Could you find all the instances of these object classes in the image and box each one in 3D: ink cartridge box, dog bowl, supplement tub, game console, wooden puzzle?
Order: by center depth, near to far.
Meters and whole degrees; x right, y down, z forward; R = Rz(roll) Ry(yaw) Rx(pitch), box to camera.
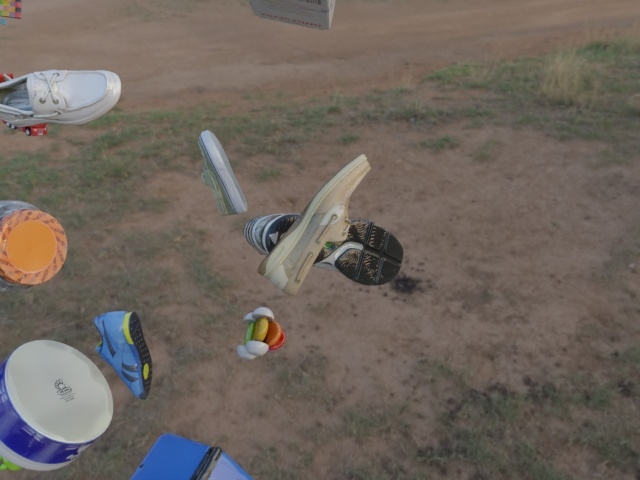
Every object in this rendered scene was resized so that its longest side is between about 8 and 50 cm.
[{"bbox_3d":[-0.584,-0.441,1.063,0.049,0.083,0.006,0,-5,-22],"label":"wooden puzzle"},{"bbox_3d":[-0.704,0.009,1.222,0.316,0.193,0.193,3,28,32],"label":"supplement tub"},{"bbox_3d":[-0.590,0.351,1.240,0.104,0.265,0.265,-40,26,14],"label":"dog bowl"},{"bbox_3d":[-0.341,0.659,1.400,0.173,0.250,0.293,-22,25,41],"label":"game console"},{"bbox_3d":[-0.073,-0.668,1.462,0.226,0.131,0.306,12,3,0],"label":"ink cartridge box"}]

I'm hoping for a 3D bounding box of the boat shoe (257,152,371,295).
[{"bbox_3d":[0.008,-0.035,1.239,0.110,0.341,0.121,39,1,-2],"label":"boat shoe"}]

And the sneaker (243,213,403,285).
[{"bbox_3d":[0.000,-0.001,1.559,0.448,0.169,0.257,14,2,-33],"label":"sneaker"}]

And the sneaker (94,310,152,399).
[{"bbox_3d":[-0.383,0.225,1.113,0.082,0.209,0.069,-5,30,1],"label":"sneaker"}]

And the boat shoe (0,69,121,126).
[{"bbox_3d":[-0.517,-0.275,1.085,0.277,0.098,0.096,-8,-10,15],"label":"boat shoe"}]

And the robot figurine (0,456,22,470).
[{"bbox_3d":[-0.681,0.483,1.316,0.115,0.067,0.101,-30,74,-3],"label":"robot figurine"}]

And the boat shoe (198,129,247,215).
[{"bbox_3d":[-0.327,-0.201,1.815,0.094,0.302,0.109,-19,30,3],"label":"boat shoe"}]

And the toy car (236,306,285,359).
[{"bbox_3d":[-0.191,0.321,1.916,0.136,0.182,0.159,21,61,-22],"label":"toy car"}]

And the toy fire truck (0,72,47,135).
[{"bbox_3d":[-0.813,-0.368,1.538,0.192,0.135,0.047,22,27,25],"label":"toy fire truck"}]
